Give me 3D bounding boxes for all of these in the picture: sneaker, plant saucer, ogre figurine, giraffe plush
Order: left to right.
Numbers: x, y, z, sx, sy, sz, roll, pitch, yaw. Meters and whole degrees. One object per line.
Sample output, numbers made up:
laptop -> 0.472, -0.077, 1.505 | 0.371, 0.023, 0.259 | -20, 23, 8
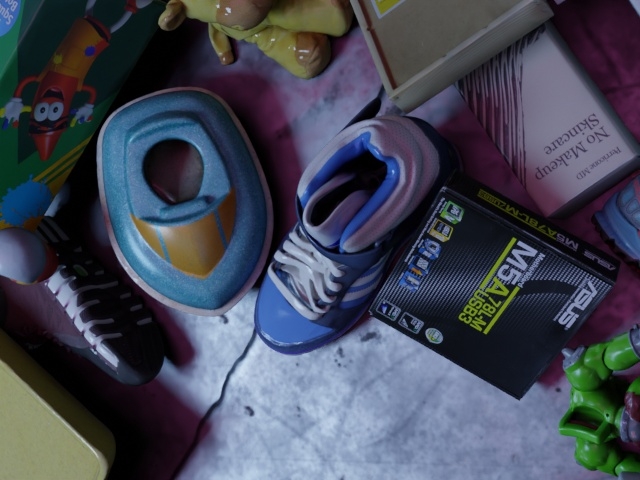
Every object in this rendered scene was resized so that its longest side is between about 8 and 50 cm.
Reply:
plant saucer -> -0.390, 0.266, 1.276 | 0.333, 0.081, 0.332 | 38, 124, 20
sneaker -> -0.317, 0.111, 1.279 | 0.281, 0.106, 0.162 | 47, 117, 24
giraffe plush -> -0.084, -0.278, 1.118 | 0.210, 0.170, 0.181 | 5, 93, 24
sneaker -> 0.001, 0.000, 1.046 | 0.323, 0.236, 0.130 | -47, 73, 17
ogre figurine -> 0.298, 0.164, 0.985 | 0.118, 0.096, 0.197 | 1, 135, 29
sneaker -> 0.384, 0.025, 0.947 | 0.262, 0.104, 0.125 | 44, 105, 18

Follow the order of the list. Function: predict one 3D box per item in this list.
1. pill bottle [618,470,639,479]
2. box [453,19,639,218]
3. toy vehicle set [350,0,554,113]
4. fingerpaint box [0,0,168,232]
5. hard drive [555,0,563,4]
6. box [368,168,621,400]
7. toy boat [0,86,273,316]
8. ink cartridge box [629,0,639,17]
pill bottle -> 0.411, 0.275, 0.878 | 0.302, 0.169, 0.169 | 1, 91, 16
box -> 0.204, -0.162, 1.030 | 0.113, 0.094, 0.275 | -38, 75, 20
toy vehicle set -> 0.104, -0.274, 1.004 | 0.166, 0.035, 0.266 | -32, 56, 23
fingerpaint box -> -0.440, -0.255, 1.230 | 0.445, 0.163, 0.371 | 46, 109, 33
hard drive -> 0.321, -0.358, 0.935 | 0.308, 0.203, 0.040 | -34, 120, 21
box -> 0.166, 0.048, 1.009 | 0.184, 0.045, 0.190 | 32, 130, 5
toy boat -> -0.212, -0.021, 1.145 | 0.318, 0.148, 0.267 | -21, 86, -3
ink cartridge box -> 0.349, -0.182, 0.866 | 0.114, 0.273, 0.197 | -34, 77, 21
